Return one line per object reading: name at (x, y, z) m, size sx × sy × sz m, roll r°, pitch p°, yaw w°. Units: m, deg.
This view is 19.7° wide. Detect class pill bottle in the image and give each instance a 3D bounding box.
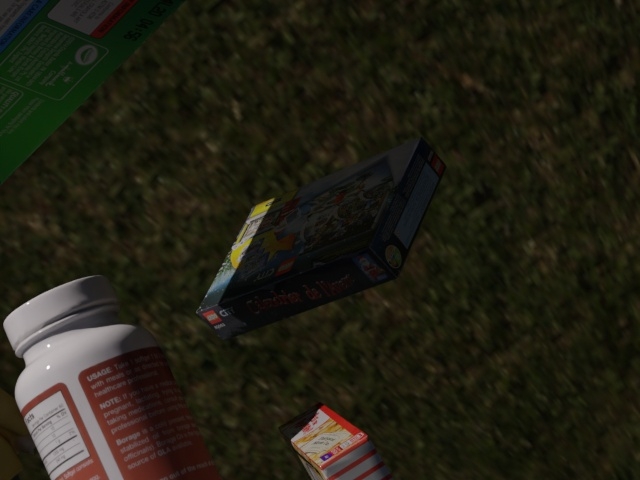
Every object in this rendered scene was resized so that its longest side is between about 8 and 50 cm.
pill bottle at (-0.163, 0.143, 1.434) m, size 0.121 × 0.121 × 0.216 m, roll -27°, pitch 79°, yaw 8°

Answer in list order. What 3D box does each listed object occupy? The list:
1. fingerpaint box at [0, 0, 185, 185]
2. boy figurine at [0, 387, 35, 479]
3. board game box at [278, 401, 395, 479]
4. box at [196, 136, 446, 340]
fingerpaint box at (-0.267, -0.270, 1.564) m, size 0.445 × 0.163 × 0.371 m, roll -38°, pitch 42°, yaw 42°
boy figurine at (-0.337, 0.195, 1.639) m, size 0.177 × 0.092 × 0.285 m, roll -32°, pitch 94°, yaw -17°
board game box at (0.035, 0.208, 1.414) m, size 0.045 × 0.193 × 0.147 m, roll -31°, pitch 98°, yaw -8°
box at (0.000, 0.000, 1.771) m, size 0.233 × 0.044 × 0.159 m, roll -21°, pitch 31°, yaw 40°
